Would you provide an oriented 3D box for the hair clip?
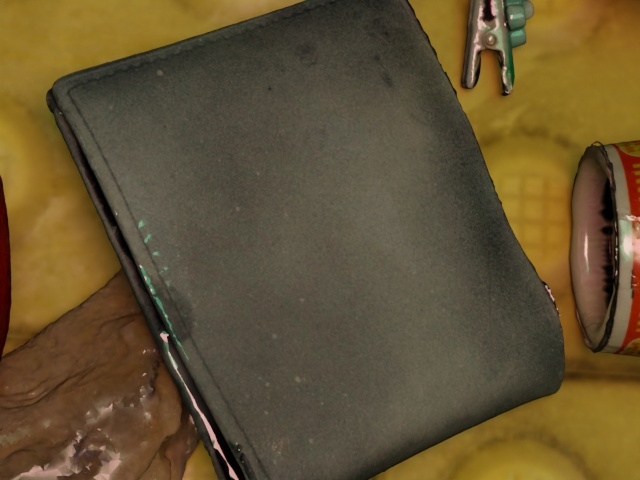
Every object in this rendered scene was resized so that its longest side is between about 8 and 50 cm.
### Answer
[{"bbox_3d":[0.112,-0.179,1.085,0.049,0.049,0.173,-4,96,-11],"label":"hair clip"}]

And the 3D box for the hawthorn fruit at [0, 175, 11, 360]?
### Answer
[{"bbox_3d":[-0.258,0.024,0.919,0.189,0.189,0.251,-12,83,-12],"label":"hawthorn fruit"}]

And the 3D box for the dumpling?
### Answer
[{"bbox_3d":[-0.164,0.133,0.974,0.332,0.086,0.166,-35,86,-9],"label":"dumpling"}]

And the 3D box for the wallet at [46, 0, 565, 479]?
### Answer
[{"bbox_3d":[0.001,0.000,1.005,0.251,0.054,0.290,-23,85,-33],"label":"wallet"}]

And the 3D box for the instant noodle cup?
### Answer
[{"bbox_3d":[0.269,0.001,1.034,0.212,0.193,0.193,0,82,-3],"label":"instant noodle cup"}]
